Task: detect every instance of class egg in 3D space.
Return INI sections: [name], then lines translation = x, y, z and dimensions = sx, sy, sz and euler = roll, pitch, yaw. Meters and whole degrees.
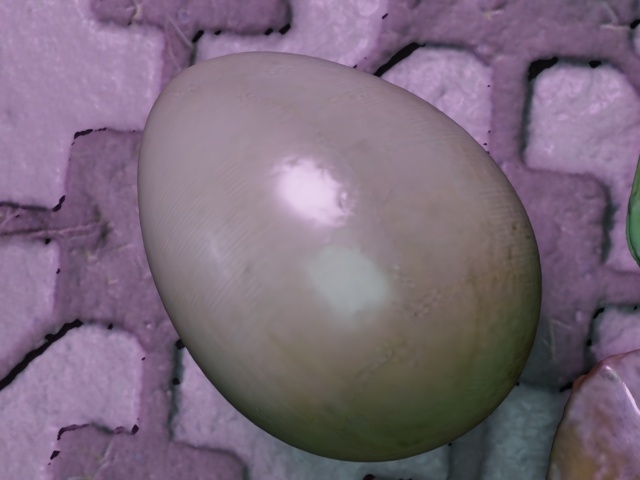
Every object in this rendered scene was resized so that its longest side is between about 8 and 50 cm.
[egg]
translation = 0.000, 0.000, 0.599
dimensions = 0.295, 0.218, 0.218
euler = 43, 97, 21

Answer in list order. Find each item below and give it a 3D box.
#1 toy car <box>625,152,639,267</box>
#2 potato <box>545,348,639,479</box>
[toy car]
translation = 0.375, -0.023, 0.555
dimensions = 0.359, 0.176, 0.213
euler = 15, 92, 9
[potato]
translation = 0.260, 0.226, 0.623
dimensions = 0.189, 0.211, 0.264
euler = -62, 40, 41
